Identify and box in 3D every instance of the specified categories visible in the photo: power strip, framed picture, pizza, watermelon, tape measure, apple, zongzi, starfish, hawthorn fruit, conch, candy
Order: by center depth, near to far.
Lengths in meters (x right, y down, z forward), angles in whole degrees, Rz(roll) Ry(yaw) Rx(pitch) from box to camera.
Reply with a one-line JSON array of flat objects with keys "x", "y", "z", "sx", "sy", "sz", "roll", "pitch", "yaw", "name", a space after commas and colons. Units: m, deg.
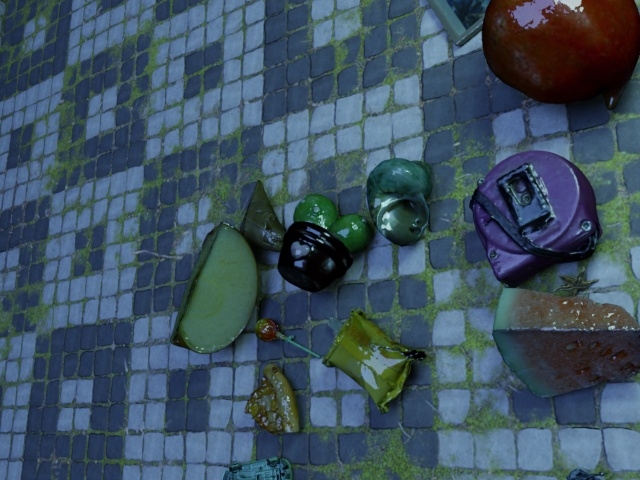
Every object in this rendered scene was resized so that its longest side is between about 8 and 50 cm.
[{"x": 0.467, "y": 0.179, "z": 1.288, "sx": 0.257, "sy": 0.193, "sz": 0.139, "roll": -10, "pitch": 40, "yaw": 39, "name": "watermelon"}, {"x": 0.486, "y": 0.087, "z": 1.359, "sx": 0.016, "sy": 0.086, "sz": 0.092, "roll": -89, "pitch": 5, "yaw": -59, "name": "starfish"}, {"x": 0.465, "y": -0.410, "z": 1.372, "sx": 0.311, "sy": 0.295, "sz": 0.295, "roll": 31, "pitch": 97, "yaw": 35, "name": "hawthorn fruit"}, {"x": 0.416, "y": -0.049, "z": 1.381, "sx": 0.232, "sy": 0.149, "sz": 0.245, "roll": -35, "pitch": 59, "yaw": 26, "name": "tape measure"}, {"x": 0.181, "y": -0.098, "z": 1.596, "sx": 0.176, "sy": 0.122, "sz": 0.188, "roll": 36, "pitch": 103, "yaw": 17, "name": "conch"}, {"x": 0.046, "y": 0.207, "z": 1.676, "sx": 0.083, "sy": 0.017, "sz": 0.027, "roll": 39, "pitch": 101, "yaw": 37, "name": "power strip"}, {"x": 0.346, "y": -0.634, "z": 1.680, "sx": 0.232, "sy": 0.024, "sz": 0.314, "roll": -38, "pitch": 59, "yaw": 22, "name": "framed picture"}, {"x": -0.127, "y": 0.396, "z": 1.729, "sx": 0.161, "sy": 0.063, "sz": 0.182, "roll": -28, "pitch": 63, "yaw": 34, "name": "pizza"}, {"x": -0.080, "y": 0.247, "z": 1.749, "sx": 0.201, "sy": 0.060, "sz": 0.060, "roll": 22, "pitch": 91, "yaw": 30, "name": "candy"}, {"x": -0.277, "y": 0.123, "z": 1.844, "sx": 0.254, "sy": 0.179, "sz": 0.345, "roll": 21, "pitch": 91, "yaw": 27, "name": "apple"}, {"x": -0.130, "y": -0.062, "z": 1.852, "sx": 0.160, "sy": 0.078, "sz": 0.176, "roll": 15, "pitch": 83, "yaw": 34, "name": "zongzi"}]

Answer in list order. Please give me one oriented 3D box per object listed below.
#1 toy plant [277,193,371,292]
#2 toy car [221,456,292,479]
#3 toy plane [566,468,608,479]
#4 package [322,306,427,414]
[{"x": 0.000, "y": 0.000, "z": 1.688, "sx": 0.218, "sy": 0.175, "sz": 0.235, "roll": 19, "pitch": 61, "yaw": 32, "name": "toy plant"}, {"x": -0.151, "y": 0.567, "z": 1.699, "sx": 0.186, "sy": 0.058, "sz": 0.093, "roll": -16, "pitch": 69, "yaw": 20, "name": "toy car"}, {"x": 0.518, "y": 0.460, "z": 1.207, "sx": 0.246, "sy": 0.078, "sz": 0.169, "roll": -17, "pitch": 94, "yaw": 29, "name": "toy plane"}, {"x": 0.112, "y": 0.258, "z": 1.566, "sx": 0.226, "sy": 0.090, "sz": 0.168, "roll": 35, "pitch": 96, "yaw": 35, "name": "package"}]
